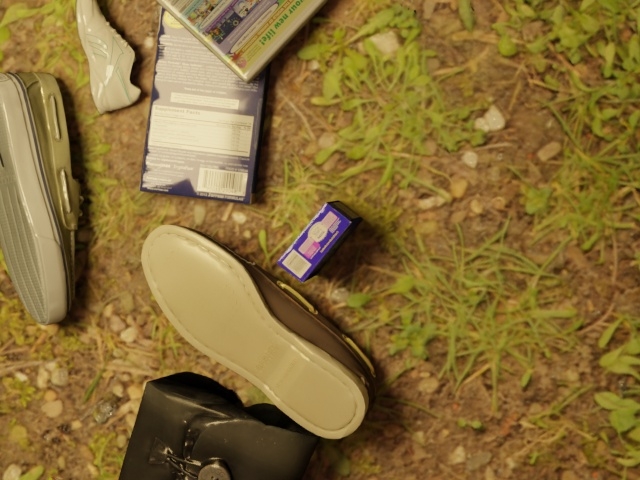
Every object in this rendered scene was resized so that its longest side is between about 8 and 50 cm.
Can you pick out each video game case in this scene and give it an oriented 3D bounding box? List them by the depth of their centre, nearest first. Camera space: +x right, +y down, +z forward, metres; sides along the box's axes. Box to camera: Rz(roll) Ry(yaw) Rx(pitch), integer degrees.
[{"bbox_3d":[-0.081,-0.320,1.848,0.193,0.023,0.212,43,88,8],"label":"video game case"}]

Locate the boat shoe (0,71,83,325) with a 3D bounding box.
[{"bbox_3d":[-0.324,-0.053,1.884,0.094,0.109,0.302,-16,102,-34],"label":"boat shoe"}]

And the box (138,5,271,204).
[{"bbox_3d":[-0.132,-0.161,1.881,0.136,0.036,0.225,8,94,7],"label":"box"}]

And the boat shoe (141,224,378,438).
[{"bbox_3d":[-0.068,0.095,1.860,0.324,0.097,0.116,40,113,5],"label":"boat shoe"}]

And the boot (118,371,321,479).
[{"bbox_3d":[-0.090,0.414,1.871,0.367,0.146,0.445,19,92,4],"label":"boot"}]

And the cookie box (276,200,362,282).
[{"bbox_3d":[0.000,0.000,1.838,0.040,0.107,0.092,40,97,5],"label":"cookie box"}]

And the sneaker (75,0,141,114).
[{"bbox_3d":[-0.251,-0.228,1.890,0.061,0.053,0.152,-13,98,-1],"label":"sneaker"}]

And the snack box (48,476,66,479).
[{"bbox_3d":[-0.319,0.368,1.912,0.037,0.100,0.141,20,99,-36],"label":"snack box"}]
